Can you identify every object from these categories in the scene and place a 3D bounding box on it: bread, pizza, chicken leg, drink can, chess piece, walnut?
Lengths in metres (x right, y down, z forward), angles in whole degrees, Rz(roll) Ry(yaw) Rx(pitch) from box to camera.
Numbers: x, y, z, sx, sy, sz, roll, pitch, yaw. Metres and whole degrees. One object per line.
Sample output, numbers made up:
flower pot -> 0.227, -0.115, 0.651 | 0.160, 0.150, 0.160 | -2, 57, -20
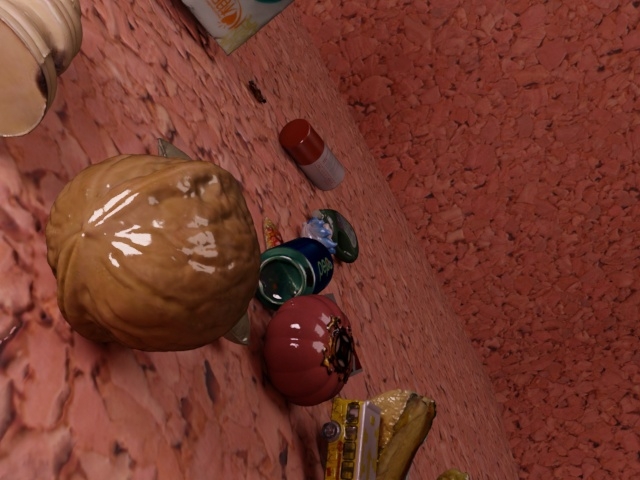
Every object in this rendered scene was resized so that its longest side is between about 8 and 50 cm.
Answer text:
bread -> 0.082, 0.360, 1.182 | 0.132, 0.252, 0.174 | 23, -7, 31
pizza -> -0.080, 0.012, 1.366 | 0.099, 0.029, 0.100 | 54, 18, -40
chicken leg -> -0.159, -0.373, 1.728 | 0.083, 0.021, 0.036 | 52, 10, -43
drink can -> -0.045, 0.057, 1.241 | 0.118, 0.118, 0.205 | 65, 16, 0
chess piece -> -0.332, -0.241, 0.752 | 0.138, 0.124, 0.307 | 23, 28, -19
walnut -> -0.171, 0.012, 0.704 | 0.228, 0.227, 0.228 | 58, 16, -27

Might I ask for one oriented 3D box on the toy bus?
toy bus -> 0.041, 0.359, 1.042 | 0.081, 0.074, 0.226 | 46, 45, -50

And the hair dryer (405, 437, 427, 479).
hair dryer -> 0.173, 0.457, 1.502 | 0.131, 0.073, 0.236 | 58, 25, -20

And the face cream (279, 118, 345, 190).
face cream -> -0.021, -0.229, 1.830 | 0.214, 0.095, 0.096 | 47, 23, -50

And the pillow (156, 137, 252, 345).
pillow -> -0.169, 0.002, 0.980 | 0.185, 0.074, 0.303 | 51, 17, -49

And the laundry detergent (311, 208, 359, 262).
laundry detergent -> 0.035, -0.021, 1.759 | 0.211, 0.062, 0.137 | 40, 35, -59

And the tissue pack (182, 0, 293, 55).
tissue pack -> -0.145, -0.623, 1.427 | 0.162, 0.388, 0.287 | 55, 6, 33

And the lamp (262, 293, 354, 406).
lamp -> -0.025, 0.176, 1.101 | 0.182, 0.140, 0.182 | 21, 66, -60

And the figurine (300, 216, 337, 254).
figurine -> 0.000, 0.000, 1.565 | 0.114, 0.079, 0.114 | 35, -31, 25

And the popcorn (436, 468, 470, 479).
popcorn -> 0.334, 0.628, 1.545 | 0.189, 0.169, 0.218 | -84, 150, -64

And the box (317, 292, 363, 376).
box -> 0.021, 0.197, 1.384 | 0.115, 0.035, 0.178 | 3, 63, -63
